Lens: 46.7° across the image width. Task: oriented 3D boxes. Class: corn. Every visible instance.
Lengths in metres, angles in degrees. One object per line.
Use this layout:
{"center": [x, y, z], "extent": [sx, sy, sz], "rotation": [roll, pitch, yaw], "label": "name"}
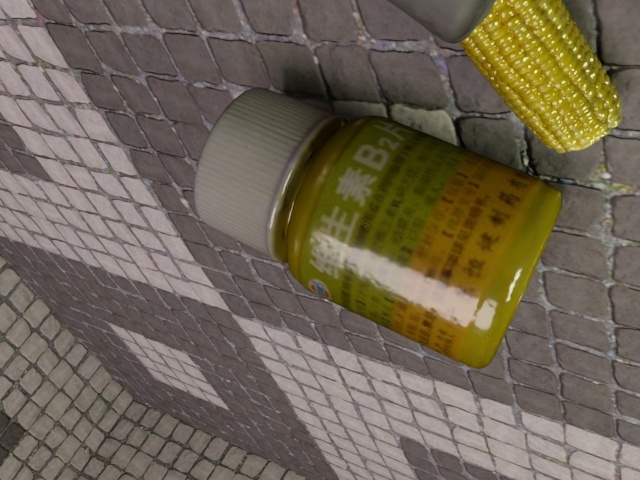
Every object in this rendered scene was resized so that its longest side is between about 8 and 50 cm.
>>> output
{"center": [0.174, -0.182, 0.653], "extent": [0.244, 0.093, 0.093], "rotation": [45, 149, -21], "label": "corn"}

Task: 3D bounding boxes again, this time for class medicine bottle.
{"center": [0.061, -0.028, 0.867], "extent": [0.384, 0.224, 0.224], "rotation": [24, 150, 18], "label": "medicine bottle"}

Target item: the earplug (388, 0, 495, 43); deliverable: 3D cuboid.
{"center": [0.004, -0.338, 0.365], "extent": [0.394, 0.312, 0.312], "rotation": [36, 151, 0], "label": "earplug"}
